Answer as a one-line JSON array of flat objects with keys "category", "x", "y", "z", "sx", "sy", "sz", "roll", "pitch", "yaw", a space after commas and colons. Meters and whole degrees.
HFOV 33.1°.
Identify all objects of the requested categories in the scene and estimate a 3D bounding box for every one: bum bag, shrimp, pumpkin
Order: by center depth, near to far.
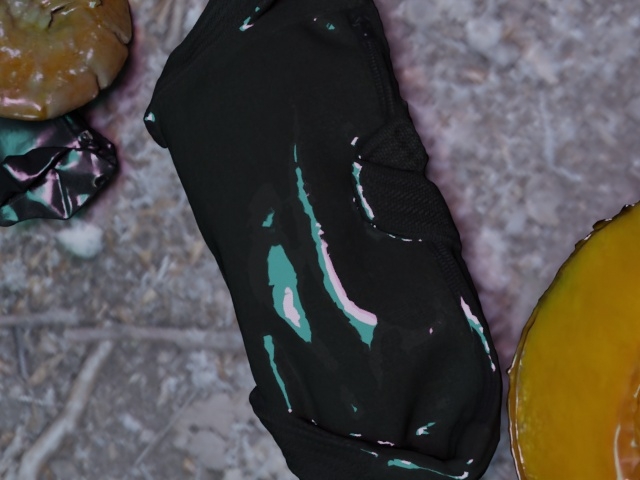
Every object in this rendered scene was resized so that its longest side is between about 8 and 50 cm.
[{"category": "pumpkin", "x": 0.174, "y": 0.039, "z": 0.487, "sx": 0.163, "sy": 0.111, "sz": 0.278, "roll": 4, "pitch": 94, "yaw": 49}, {"category": "bum bag", "x": 0.000, "y": 0.000, "z": 0.565, "sx": 0.142, "sy": 0.080, "sz": 0.326, "roll": -23, "pitch": 77, "yaw": 22}, {"category": "shrimp", "x": -0.179, "y": -0.163, "z": 0.647, "sx": 0.051, "sy": 0.115, "sz": 0.217, "roll": 127, "pitch": 133, "yaw": -55}, {"category": "bum bag", "x": -0.201, "y": -0.095, "z": 0.664, "sx": 0.087, "sy": 0.049, "sz": 0.197, "roll": -35, "pitch": 73, "yaw": 12}]
